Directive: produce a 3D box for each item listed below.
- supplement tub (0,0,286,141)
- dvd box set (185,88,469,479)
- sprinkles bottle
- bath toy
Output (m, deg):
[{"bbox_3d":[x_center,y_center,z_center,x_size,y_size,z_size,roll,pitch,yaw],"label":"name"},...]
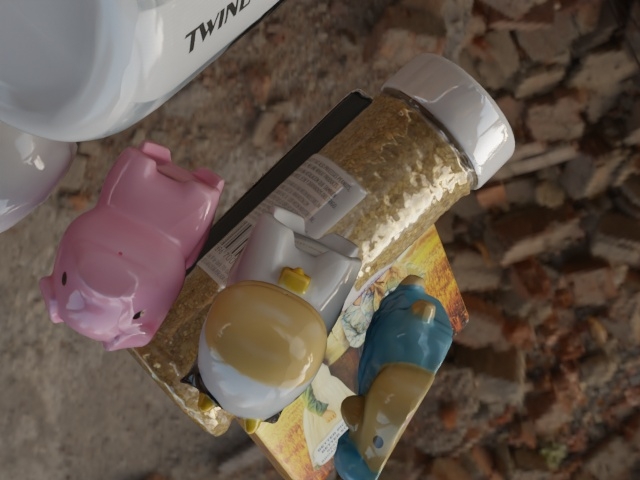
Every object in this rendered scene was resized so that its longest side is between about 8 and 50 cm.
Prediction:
[{"bbox_3d":[-0.059,-0.205,0.559,0.193,0.316,0.193,25,141,23],"label":"supplement tub"},{"bbox_3d":[0.009,0.076,1.283,0.307,0.062,0.420,-45,144,-14],"label":"dvd box set"},{"bbox_3d":[0.000,0.000,0.983,0.355,0.121,0.121,-43,126,-8],"label":"sprinkles bottle"},{"bbox_3d":[-0.099,0.019,0.711,0.348,0.151,0.129,28,101,1],"label":"bath toy"}]
